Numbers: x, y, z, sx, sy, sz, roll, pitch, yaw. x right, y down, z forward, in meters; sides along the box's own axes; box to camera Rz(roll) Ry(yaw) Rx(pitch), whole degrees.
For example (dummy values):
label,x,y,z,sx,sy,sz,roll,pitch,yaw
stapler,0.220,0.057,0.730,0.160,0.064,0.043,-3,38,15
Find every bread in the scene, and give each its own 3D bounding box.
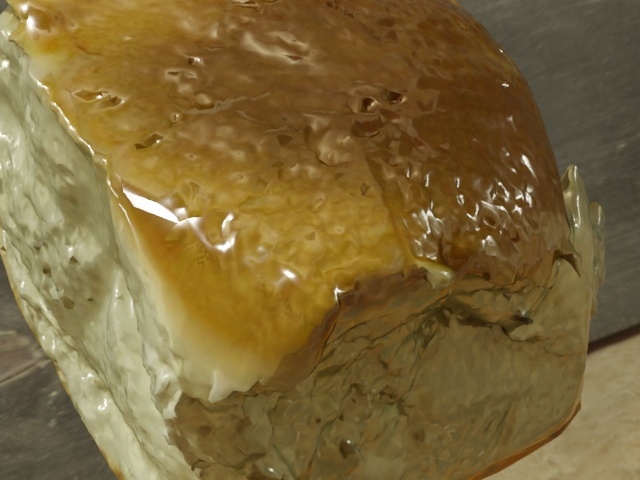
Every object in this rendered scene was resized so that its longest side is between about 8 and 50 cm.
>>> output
label,x,y,z,sx,sy,sz,roll,pitch,yaw
bread,0.000,0.000,0.529,0.279,0.224,0.250,-15,52,-35
